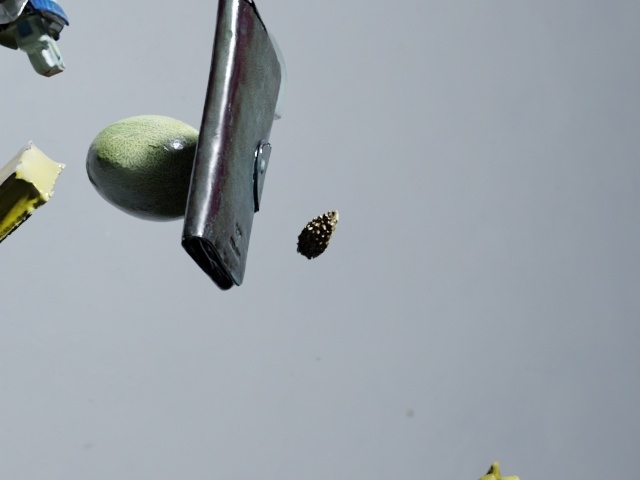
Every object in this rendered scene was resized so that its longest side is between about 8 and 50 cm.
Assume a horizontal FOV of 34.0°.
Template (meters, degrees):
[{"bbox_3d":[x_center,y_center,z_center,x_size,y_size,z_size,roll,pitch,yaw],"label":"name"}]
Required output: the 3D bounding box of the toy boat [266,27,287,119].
[{"bbox_3d":[-0.106,-0.244,1.487,0.092,0.319,0.141,-6,92,5],"label":"toy boat"}]

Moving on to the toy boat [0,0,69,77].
[{"bbox_3d":[-0.442,-0.315,1.557,0.114,0.262,0.115,-23,80,9],"label":"toy boat"}]

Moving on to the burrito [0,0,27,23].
[{"bbox_3d":[-0.335,-0.351,1.022,0.139,0.445,0.101,-22,76,-26],"label":"burrito"}]

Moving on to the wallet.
[{"bbox_3d":[-0.097,-0.110,1.203,0.045,0.172,0.318,1,65,15],"label":"wallet"}]

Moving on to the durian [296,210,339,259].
[{"bbox_3d":[-0.007,-0.007,1.751,0.052,0.130,0.066,30,46,2],"label":"durian"}]

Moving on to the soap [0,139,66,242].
[{"bbox_3d":[-0.506,-0.045,1.613,0.233,0.135,0.076,-38,113,15],"label":"soap"}]

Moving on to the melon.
[{"bbox_3d":[-0.211,-0.093,1.357,0.192,0.139,0.139,12,77,15],"label":"melon"}]

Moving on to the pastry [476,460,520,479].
[{"bbox_3d":[0.098,0.282,0.562,0.132,0.235,0.240,30,101,-14],"label":"pastry"}]
